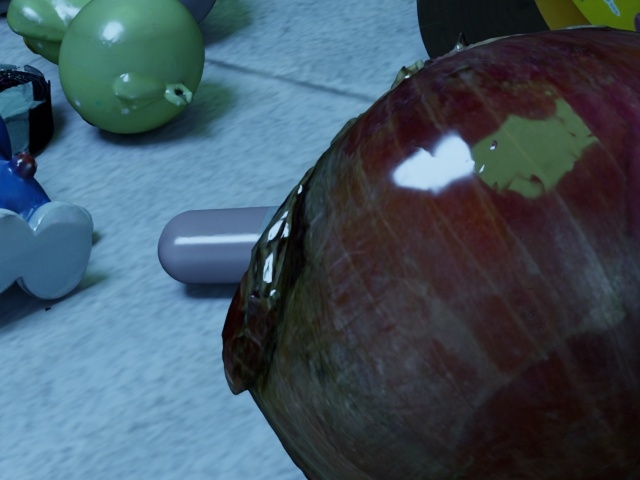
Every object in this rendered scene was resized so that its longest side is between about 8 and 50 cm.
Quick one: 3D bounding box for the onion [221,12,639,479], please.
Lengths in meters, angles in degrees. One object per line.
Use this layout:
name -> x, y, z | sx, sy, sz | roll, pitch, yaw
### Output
onion -> 0.119, 0.026, 0.988 | 0.353, 0.354, 0.354 | -6, 29, 4

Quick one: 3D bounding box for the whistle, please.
whistle -> -0.212, -0.181, 1.600 | 0.141, 0.141, 0.294 | -30, 39, -33

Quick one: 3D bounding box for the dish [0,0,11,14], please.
dish -> -0.363, -0.317, 1.900 | 0.303, 0.120, 0.303 | -6, 29, 4

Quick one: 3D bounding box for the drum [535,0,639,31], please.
drum -> 0.376, -0.234, 1.315 | 0.431, 0.214, 0.431 | 11, 43, -10

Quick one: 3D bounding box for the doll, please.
doll -> -0.292, -0.036, 1.375 | 0.215, 0.161, 0.257 | 10, 26, -47

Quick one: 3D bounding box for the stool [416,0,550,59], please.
stool -> 0.171, -0.253, 1.590 | 0.179, 0.179, 0.264 | -6, 29, 5

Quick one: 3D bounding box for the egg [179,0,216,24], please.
egg -> -0.187, -0.263, 1.733 | 0.198, 0.146, 0.146 | 9, 33, 37

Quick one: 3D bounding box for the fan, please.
fan -> 0.000, 0.000, 1.294 | 0.244, 0.074, 0.130 | -2, 30, 12

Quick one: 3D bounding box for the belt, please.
belt -> -0.292, -0.106, 1.577 | 0.105, 0.058, 0.140 | 9, 30, 18
